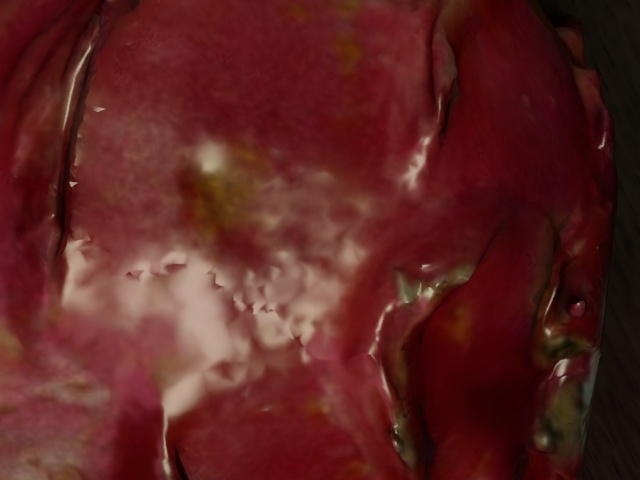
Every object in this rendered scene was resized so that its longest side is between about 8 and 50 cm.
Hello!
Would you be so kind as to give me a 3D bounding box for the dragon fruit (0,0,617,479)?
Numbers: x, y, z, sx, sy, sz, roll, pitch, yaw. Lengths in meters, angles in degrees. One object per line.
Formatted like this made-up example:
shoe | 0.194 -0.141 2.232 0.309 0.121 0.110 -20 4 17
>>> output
dragon fruit | 0.000 0.000 0.630 0.249 0.371 0.386 7 77 21
